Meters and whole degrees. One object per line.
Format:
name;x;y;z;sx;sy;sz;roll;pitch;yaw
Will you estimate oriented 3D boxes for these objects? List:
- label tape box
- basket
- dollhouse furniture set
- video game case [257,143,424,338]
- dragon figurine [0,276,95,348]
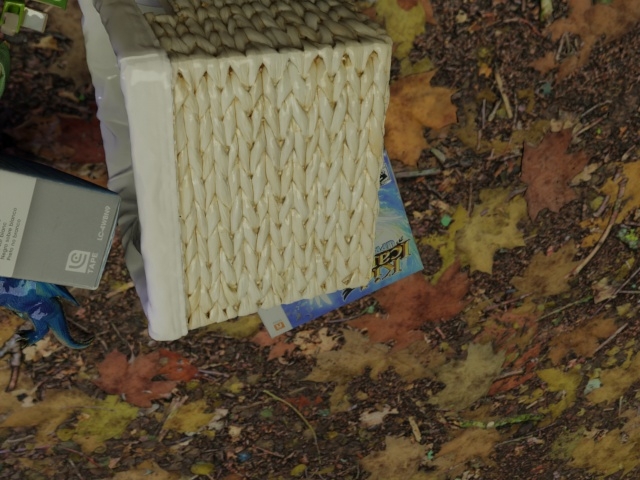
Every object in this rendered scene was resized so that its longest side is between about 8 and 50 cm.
label tape box;-0.416;-0.052;0.809;0.348;0.249;0.115;11;95;-40
basket;-0.107;-0.130;0.905;0.266;0.328;0.331;-12;128;-17
dollhouse furniture set;-0.333;-0.220;0.910;0.059;0.076;0.151;12;120;-27
video game case;0.000;0.000;1.209;0.269;0.061;0.244;-25;131;-2
dragon figurine;-0.381;0.063;1.099;0.144;0.085;0.289;-39;127;11
